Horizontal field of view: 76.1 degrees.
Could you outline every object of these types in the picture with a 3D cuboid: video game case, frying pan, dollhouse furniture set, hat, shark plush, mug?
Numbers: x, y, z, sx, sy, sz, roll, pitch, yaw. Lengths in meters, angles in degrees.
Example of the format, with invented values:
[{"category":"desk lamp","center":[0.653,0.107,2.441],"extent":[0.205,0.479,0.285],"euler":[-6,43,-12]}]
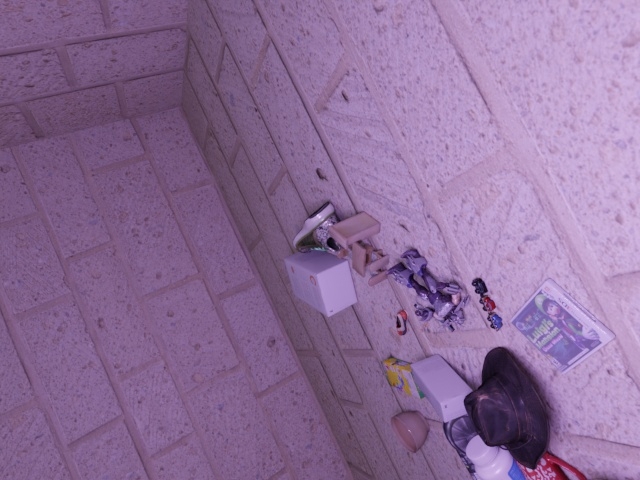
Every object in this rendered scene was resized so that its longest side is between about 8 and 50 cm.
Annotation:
[{"category":"video game case","center":[0.564,0.208,0.976],"extent":[0.173,0.022,0.191],"euler":[51,152,30]},{"category":"frying pan","center":[0.522,0.683,1.327],"extent":[0.197,0.053,0.327],"euler":[-25,85,26]},{"category":"dollhouse furniture set","center":[0.128,0.038,1.536],"extent":[0.212,0.160,0.242],"euler":[42,146,42]},{"category":"hat","center":[0.481,0.470,1.140],"extent":[0.331,0.133,0.332],"euler":[171,90,-86]},{"category":"shark plush","center":[0.385,0.234,1.361],"extent":[0.161,0.073,0.067],"euler":[32,163,20]},{"category":"mug","center":[0.651,0.665,1.142],"extent":[0.169,0.150,0.113],"euler":[59,-168,24]}]

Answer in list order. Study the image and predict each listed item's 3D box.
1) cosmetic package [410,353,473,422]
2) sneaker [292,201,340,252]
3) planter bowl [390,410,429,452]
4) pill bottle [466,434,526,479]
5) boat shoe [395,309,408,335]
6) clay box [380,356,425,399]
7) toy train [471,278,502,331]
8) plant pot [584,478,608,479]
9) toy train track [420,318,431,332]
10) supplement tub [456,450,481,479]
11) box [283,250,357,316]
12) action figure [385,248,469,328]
[{"category":"cosmetic package","center":[0.402,0.484,1.360],"extent":[0.231,0.117,0.086],"euler":[-125,17,-71]},{"category":"sneaker","center":[0.000,0.000,1.802],"extent":[0.182,0.158,0.410],"euler":[50,156,8]},{"category":"planter bowl","center":[0.392,0.797,1.739],"extent":[0.162,0.109,0.162],"euler":[44,147,39]},{"category":"pill bottle","center":[0.547,0.696,1.228],"extent":[0.221,0.124,0.124],"euler":[49,155,-2]},{"category":"boat shoe","center":[0.307,0.321,1.568],"extent":[0.049,0.043,0.137],"euler":[42,147,39]},{"category":"clay box","center":[0.343,0.564,1.698],"extent":[0.222,0.053,0.128],"euler":[-8,105,66]},{"category":"toy train","center":[0.469,0.179,1.139],"extent":[0.036,0.027,0.159],"euler":[-25,88,55]},{"category":"plant pot","center":[0.685,0.656,0.827],"extent":[0.334,0.333,0.305],"euler":[63,167,7]},{"category":"toy train track","center":[0.369,0.306,1.465],"extent":[0.048,0.014,0.083],"euler":[50,151,32]},{"category":"supplement tub","center":[0.553,0.769,1.395],"extent":[0.198,0.106,0.106],"euler":[60,155,13]},{"category":"box","center":[-0.007,0.182,1.928],"extent":[0.345,0.168,0.215],"euler":[20,129,59]},{"category":"action figure","center":[0.343,0.165,1.277],"extent":[0.285,0.099,0.185],"euler":[49,127,26]}]
